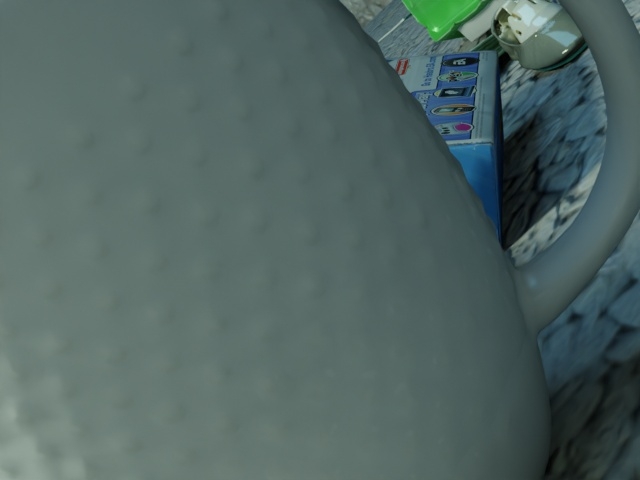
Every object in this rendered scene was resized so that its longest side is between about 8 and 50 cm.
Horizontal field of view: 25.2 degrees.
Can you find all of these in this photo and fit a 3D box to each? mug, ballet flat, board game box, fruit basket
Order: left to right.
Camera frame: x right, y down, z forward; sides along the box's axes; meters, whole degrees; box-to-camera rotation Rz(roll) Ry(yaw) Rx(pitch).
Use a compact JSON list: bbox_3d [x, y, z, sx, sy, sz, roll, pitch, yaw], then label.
[{"bbox_3d":[-0.018,-0.004,0.673,0.374,0.328,0.276,-39,14,11],"label":"mug"},{"bbox_3d":[-0.004,-0.071,1.165,0.302,0.086,0.308,-3,19,9],"label":"board game box"},{"bbox_3d":[0.261,-0.395,1.871,0.327,0.165,0.353,-37,-3,41],"label":"fruit basket"},{"bbox_3d":[0.208,-0.210,1.415,0.072,0.068,0.213,-45,9,3],"label":"ballet flat"}]

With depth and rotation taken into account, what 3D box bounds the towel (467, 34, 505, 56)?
[{"bbox_3d":[0.085,-0.144,1.661,0.248,0.038,0.325,-40,4,-40],"label":"towel"}]
